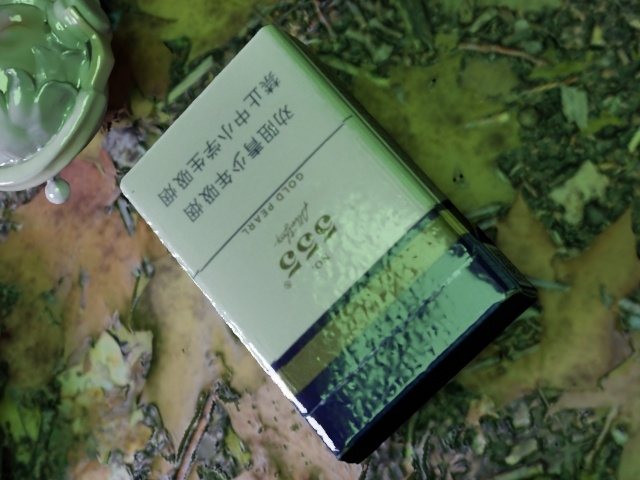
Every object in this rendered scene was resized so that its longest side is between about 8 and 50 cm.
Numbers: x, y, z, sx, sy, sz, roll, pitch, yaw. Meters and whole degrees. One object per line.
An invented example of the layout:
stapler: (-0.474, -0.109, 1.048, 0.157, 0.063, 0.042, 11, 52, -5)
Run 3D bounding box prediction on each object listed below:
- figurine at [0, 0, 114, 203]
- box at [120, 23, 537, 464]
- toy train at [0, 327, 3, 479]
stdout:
figurine: (-0.227, -0.145, 0.873, 0.162, 0.141, 0.237, -10, 81, 25)
box: (0.000, 0.000, 0.805, 0.168, 0.071, 0.259, -44, 71, 12)
toy train: (-0.304, 0.129, 0.913, 0.125, 0.081, 0.194, 0, 82, 11)
